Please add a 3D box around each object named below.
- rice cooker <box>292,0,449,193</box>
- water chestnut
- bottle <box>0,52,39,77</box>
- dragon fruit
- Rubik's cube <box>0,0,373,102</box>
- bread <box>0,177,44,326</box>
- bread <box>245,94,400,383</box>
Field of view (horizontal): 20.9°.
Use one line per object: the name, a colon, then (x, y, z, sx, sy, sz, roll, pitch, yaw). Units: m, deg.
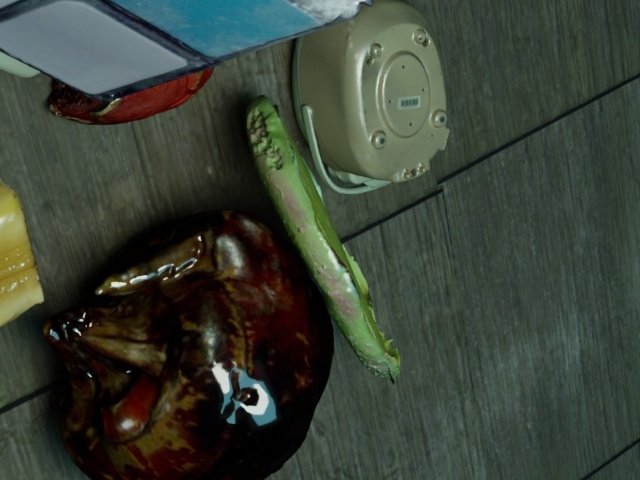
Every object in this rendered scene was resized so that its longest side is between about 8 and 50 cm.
rice cooker: (0.051, -0.147, 1.713, 0.145, 0.127, 0.206, -20, 110, -29)
water chestnut: (-0.122, 0.112, 1.610, 0.244, 0.289, 0.289, 43, 77, -5)
bottle: (-0.324, -0.217, 1.415, 0.245, 0.104, 0.104, 20, 94, -40)
dragon fruit: (-0.146, -0.149, 1.569, 0.161, 0.120, 0.127, 5, 110, -43)
Rubik's cube: (-0.159, -0.323, 1.301, 0.313, 0.318, 0.316, 26, 62, -41)
bread: (-0.329, 0.028, 1.516, 0.173, 0.085, 0.134, -25, 124, -30)
bread: (0.002, 0.003, 1.645, 0.045, 0.301, 0.301, -26, 125, 4)
